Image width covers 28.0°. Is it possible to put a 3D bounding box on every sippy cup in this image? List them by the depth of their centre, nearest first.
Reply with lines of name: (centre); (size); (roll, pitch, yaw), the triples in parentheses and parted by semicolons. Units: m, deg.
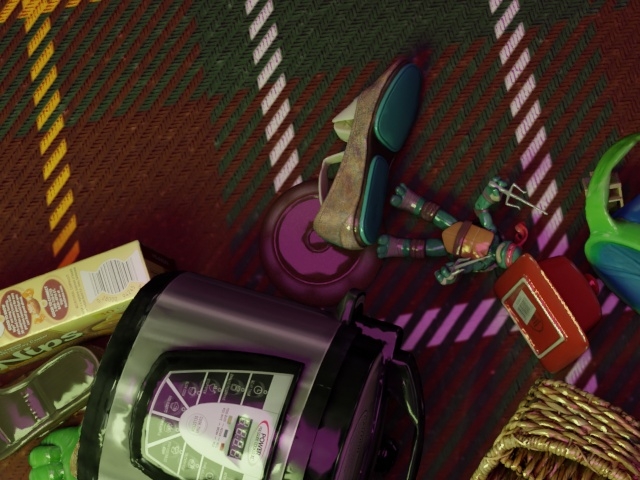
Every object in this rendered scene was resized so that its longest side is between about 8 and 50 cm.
sippy cup: (0.520, -0.013, 1.761); (0.240, 0.305, 0.224); (27, 73, 41)

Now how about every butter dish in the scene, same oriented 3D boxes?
butter dish: (0.342, 0.086, 1.817); (0.118, 0.160, 0.160); (-28, 77, -20)

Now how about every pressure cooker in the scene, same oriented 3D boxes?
pressure cooker: (-0.071, 0.252, 1.732); (0.420, 0.370, 0.376); (17, 44, 10)

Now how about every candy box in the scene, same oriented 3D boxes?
candy box: (-0.376, 0.103, 1.900); (0.316, 0.183, 0.088); (-19, 77, 6)

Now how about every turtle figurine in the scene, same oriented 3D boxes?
turtle figurine: (0.206, -0.002, 1.856); (0.234, 0.118, 0.175); (13, 65, 28)

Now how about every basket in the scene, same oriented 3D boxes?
basket: (0.351, 0.355, 1.691); (0.299, 0.213, 0.223); (33, 65, 13)

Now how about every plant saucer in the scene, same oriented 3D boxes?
plant saucer: (0.000, 0.000, 1.931); (0.198, 0.036, 0.199); (-2, 79, 9)

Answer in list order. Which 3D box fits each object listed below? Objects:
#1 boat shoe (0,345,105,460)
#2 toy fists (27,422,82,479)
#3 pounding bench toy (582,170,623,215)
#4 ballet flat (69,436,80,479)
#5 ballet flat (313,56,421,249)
boat shoe: (-0.440, 0.256, 1.926); (0.307, 0.104, 0.111); (-25, 82, 8)
toy fists: (-0.328, 0.399, 1.886); (0.142, 0.096, 0.279); (-39, 78, 2)
pounding bench toy: (0.412, -0.062, 1.867); (0.052, 0.083, 0.065); (-10, 110, 10)
ballet flat: (-0.310, 0.261, 1.857); (0.073, 0.067, 0.206); (43, 47, -20)
ballet flat: (0.059, -0.136, 1.899); (0.106, 0.107, 0.316); (4, 63, 30)
